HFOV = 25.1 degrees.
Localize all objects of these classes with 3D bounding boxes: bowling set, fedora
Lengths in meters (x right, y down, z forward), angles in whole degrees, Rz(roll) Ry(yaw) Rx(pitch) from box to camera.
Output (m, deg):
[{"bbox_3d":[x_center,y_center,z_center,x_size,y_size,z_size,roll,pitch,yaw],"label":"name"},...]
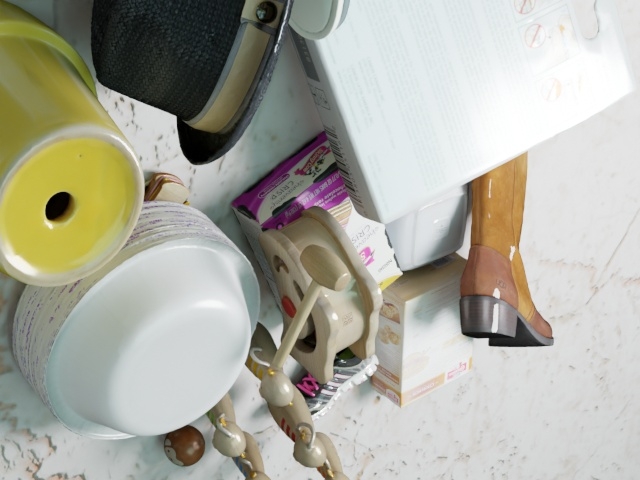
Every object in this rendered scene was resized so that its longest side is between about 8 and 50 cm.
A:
[{"bbox_3d":[-0.087,0.265,1.817,0.199,0.154,0.287,-32,124,0],"label":"bowling set"},{"bbox_3d":[-0.137,-0.248,1.420,0.152,0.334,0.334,12,108,-22],"label":"fedora"}]

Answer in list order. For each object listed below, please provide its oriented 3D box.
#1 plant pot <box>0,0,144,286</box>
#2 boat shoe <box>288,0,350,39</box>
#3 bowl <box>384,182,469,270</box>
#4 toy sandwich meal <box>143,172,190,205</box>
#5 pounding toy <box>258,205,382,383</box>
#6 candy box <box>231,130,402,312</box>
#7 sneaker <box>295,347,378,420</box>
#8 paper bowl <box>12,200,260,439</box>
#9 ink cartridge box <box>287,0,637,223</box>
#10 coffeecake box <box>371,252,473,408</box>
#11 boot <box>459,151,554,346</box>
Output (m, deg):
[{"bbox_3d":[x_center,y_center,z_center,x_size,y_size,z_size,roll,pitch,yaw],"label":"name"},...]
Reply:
[{"bbox_3d":[-0.300,-0.079,1.378,0.254,0.239,0.254,-22,129,-30],"label":"plant pot"},{"bbox_3d":[0.000,-0.376,1.520,0.099,0.116,0.320,-22,109,-47],"label":"boat shoe"},{"bbox_3d":[0.147,-0.025,1.958,0.142,0.053,0.142,-18,125,-32],"label":"bowl"},{"bbox_3d":[-0.186,-0.037,1.662,0.085,0.029,0.086,-22,129,-31],"label":"toy sandwich meal"},{"bbox_3d":[-0.030,0.067,1.698,0.154,0.154,0.270,-29,151,-21],"label":"pounding toy"},{"bbox_3d":[0.000,0.000,1.824,0.159,0.071,0.233,-39,136,-16],"label":"candy box"},{"bbox_3d":[0.003,0.182,1.953,0.170,0.063,0.075,-35,129,-22],"label":"sneaker"},{"bbox_3d":[-0.194,0.108,1.639,0.284,0.148,0.284,-24,135,-27],"label":"paper bowl"},{"bbox_3d":[0.168,-0.240,1.710,0.385,0.091,0.308,-28,114,-15],"label":"ink cartridge box"},{"bbox_3d":[0.148,0.124,2.039,0.142,0.068,0.186,-24,129,-33],"label":"coffeecake box"},{"bbox_3d":[0.262,0.006,2.021,0.264,0.096,0.281,18,71,-54],"label":"boot"}]
